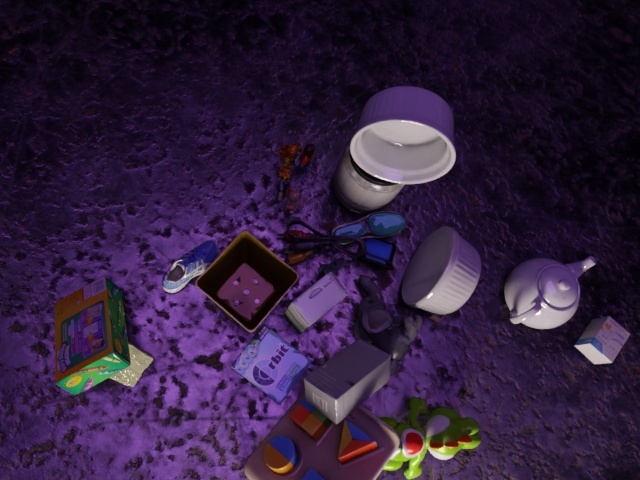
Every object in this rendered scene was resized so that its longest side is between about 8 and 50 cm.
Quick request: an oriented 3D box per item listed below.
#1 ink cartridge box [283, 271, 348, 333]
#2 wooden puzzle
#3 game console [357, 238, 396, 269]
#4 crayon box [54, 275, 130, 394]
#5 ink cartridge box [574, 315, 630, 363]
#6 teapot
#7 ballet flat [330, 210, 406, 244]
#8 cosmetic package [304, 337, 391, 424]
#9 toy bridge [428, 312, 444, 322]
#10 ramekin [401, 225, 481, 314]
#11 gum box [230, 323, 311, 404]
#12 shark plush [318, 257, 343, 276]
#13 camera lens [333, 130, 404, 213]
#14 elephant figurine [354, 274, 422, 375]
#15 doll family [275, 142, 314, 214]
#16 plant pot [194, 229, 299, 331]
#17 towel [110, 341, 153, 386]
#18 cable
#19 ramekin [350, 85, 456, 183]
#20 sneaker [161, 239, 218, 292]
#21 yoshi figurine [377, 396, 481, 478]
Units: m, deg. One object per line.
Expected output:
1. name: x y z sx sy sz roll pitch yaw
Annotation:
1. ink cartridge box: -0.018 0.187 1.532 0.153 0.208 0.087 -37 83 -17
2. wooden puzzle: -0.008 0.575 1.407 0.322 0.081 0.348 28 70 36
3. game console: 0.186 0.036 1.685 0.122 0.107 0.071 19 100 -3
4. crayon box: -0.616 0.247 1.396 0.165 0.081 0.279 -28 48 0
5. ink cartridge box: 0.931 0.321 1.714 0.092 0.090 0.143 42 72 4
6. teapot: 0.732 0.164 1.676 0.252 0.187 0.256 11 73 -6
7. ballet flat: 0.152 -0.043 1.690 0.248 0.086 0.086 -10 76 -4
8. cosmetic package: 0.080 0.388 1.461 0.127 0.107 0.237 22 38 37
9. toy bridge: 0.424 0.187 1.702 0.063 0.026 0.188 33 71 -1
10. ramekin: 0.376 0.104 1.603 0.127 0.273 0.273 29 71 -12
11. gum box: -0.146 0.367 1.546 0.184 0.041 0.157 37 72 2
12. shark plush: 0.025 0.084 1.608 0.067 0.161 0.073 -43 72 14
13. camera lens: 0.163 -0.220 1.647 0.219 0.274 0.220 3 73 -9
14. elephant figurine: 0.174 0.250 1.594 0.239 0.186 0.170 30 114 11
15. doll family: -0.102 -0.214 1.659 0.118 0.163 0.263 17 72 -4
16. plant pot: -0.216 0.135 1.526 0.212 0.187 0.212 40 71 4
17. towel: -0.534 0.344 1.440 0.027 0.148 0.110 22 69 29
18. cable: 0.000 0.000 1.641 0.286 0.072 0.140 -4 84 -1
19. ramekin: 0.225 -0.282 1.393 0.276 0.277 0.135 15 64 -5
20. sneaker: -0.389 0.075 1.570 0.080 0.081 0.211 42 70 6
21. yoshi figurine: 0.274 0.569 1.517 0.361 0.204 0.203 -7 36 2
